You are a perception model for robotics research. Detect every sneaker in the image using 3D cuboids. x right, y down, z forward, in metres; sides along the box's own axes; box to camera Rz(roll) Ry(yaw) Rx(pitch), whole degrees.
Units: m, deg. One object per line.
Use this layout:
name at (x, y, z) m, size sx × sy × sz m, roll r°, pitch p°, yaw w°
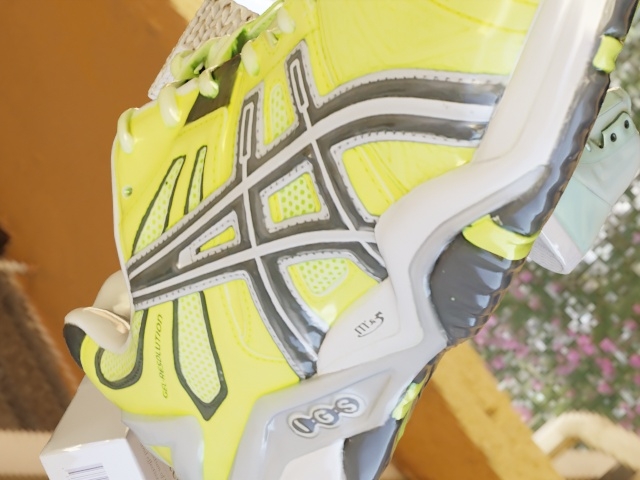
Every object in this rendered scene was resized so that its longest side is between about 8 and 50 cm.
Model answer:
sneaker at (0.003, -0.032, 0.494) m, size 0.147 × 0.385 × 0.145 m, roll 30°, pitch -142°, yaw 4°
sneaker at (0.189, -0.101, 1.236) m, size 0.094 × 0.151 × 0.256 m, roll 25°, pitch 162°, yaw 44°

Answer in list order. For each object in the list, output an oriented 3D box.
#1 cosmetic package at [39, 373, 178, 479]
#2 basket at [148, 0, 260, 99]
cosmetic package at (-0.128, 0.277, 1.450) m, size 0.284 × 0.097 × 0.377 m, roll -75°, pitch -32°, yaw -62°
basket at (-0.136, -0.219, 1.807) m, size 0.103 × 0.167 × 0.113 m, roll 31°, pitch -118°, yaw -9°
